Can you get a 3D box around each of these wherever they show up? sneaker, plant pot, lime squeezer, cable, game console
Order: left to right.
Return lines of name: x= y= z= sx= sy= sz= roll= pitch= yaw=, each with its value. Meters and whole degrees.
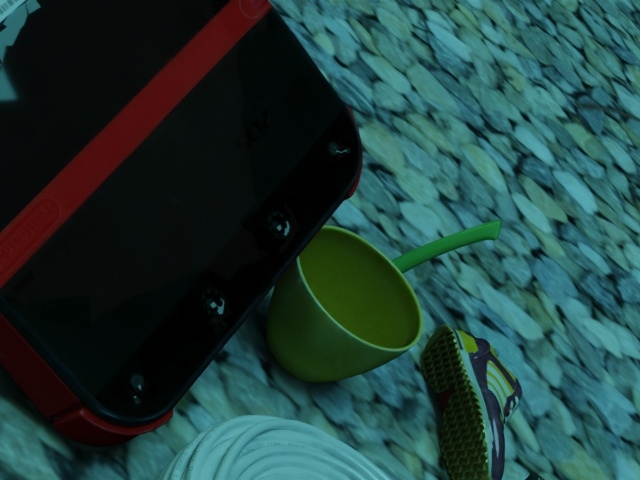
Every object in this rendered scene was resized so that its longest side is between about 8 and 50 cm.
game console: x=-0.150 y=-0.075 z=1.249 sx=0.342 sy=0.060 sz=0.386 roll=52 pitch=52 yaw=-17
cable: x=-0.016 y=0.248 z=1.181 sx=0.257 sy=0.089 sz=0.257 roll=26 pitch=35 yaw=-27
lime squeezer: x=0.000 y=0.000 z=1.484 sx=0.310 sy=0.110 sz=0.059 roll=15 pitch=28 yaw=13
plant pot: x=0.007 y=0.068 z=1.410 sx=0.134 sy=0.095 sz=0.134 roll=29 pitch=34 yaw=-22
sneaker: x=0.153 y=0.156 z=1.494 sx=0.084 sy=0.069 sz=0.185 roll=18 pitch=40 yaw=-27

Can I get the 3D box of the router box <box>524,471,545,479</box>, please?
router box: x=0.136 y=0.252 z=1.310 sx=0.038 sy=0.122 sz=0.092 roll=42 pitch=31 yaw=6
